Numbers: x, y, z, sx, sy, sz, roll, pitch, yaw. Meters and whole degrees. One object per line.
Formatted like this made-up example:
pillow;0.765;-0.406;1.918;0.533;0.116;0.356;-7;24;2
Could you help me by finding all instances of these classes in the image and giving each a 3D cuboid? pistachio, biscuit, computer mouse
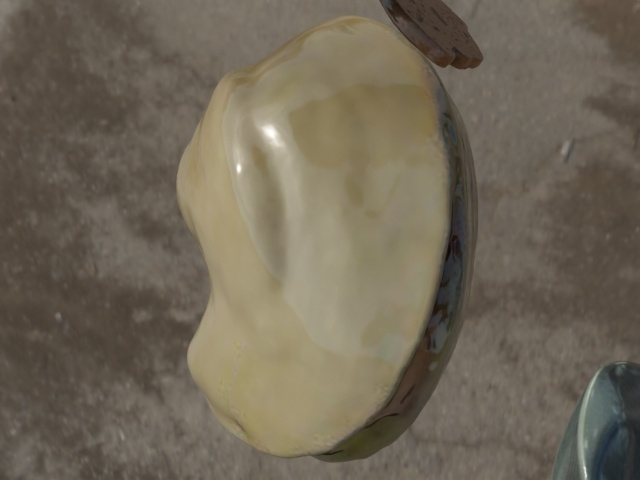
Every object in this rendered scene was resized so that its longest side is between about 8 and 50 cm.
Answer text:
pistachio;0.000;0.000;1.375;0.281;0.445;0.365;0;19;-41
biscuit;0.090;-0.180;1.161;0.102;0.019;0.130;50;24;7
computer mouse;0.234;0.278;1.016;0.167;0.090;0.379;2;78;-36
